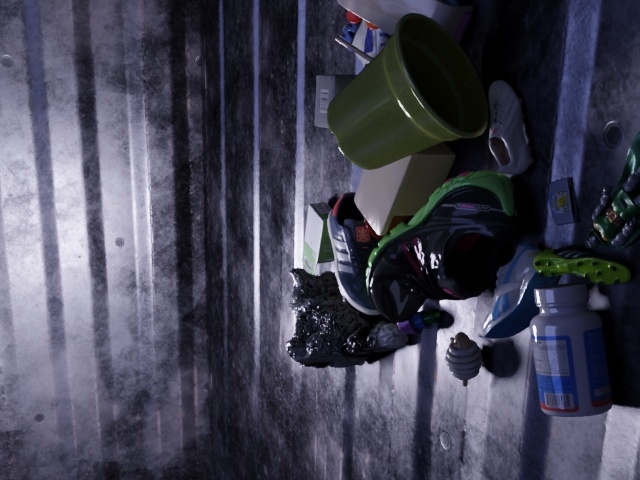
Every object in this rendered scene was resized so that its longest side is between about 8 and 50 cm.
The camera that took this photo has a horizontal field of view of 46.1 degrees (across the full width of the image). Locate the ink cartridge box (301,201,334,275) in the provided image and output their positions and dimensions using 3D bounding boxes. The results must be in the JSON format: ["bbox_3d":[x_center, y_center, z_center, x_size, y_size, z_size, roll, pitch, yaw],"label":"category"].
[{"bbox_3d":[0.000,0.000,2.305,0.109,0.062,0.209,-129,40,-49],"label":"ink cartridge box"}]

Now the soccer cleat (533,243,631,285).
[{"bbox_3d":[0.462,0.037,1.320,0.179,0.072,0.060,7,128,45],"label":"soccer cleat"}]

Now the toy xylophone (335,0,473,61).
[{"bbox_3d":[0.155,-0.494,1.634,0.323,0.081,0.236,42,131,11],"label":"toy xylophone"}]

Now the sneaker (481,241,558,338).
[{"bbox_3d":[0.384,0.106,1.487,0.092,0.087,0.228,-111,35,-43],"label":"sneaker"}]

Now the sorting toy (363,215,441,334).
[{"bbox_3d":[0.218,0.045,1.840,0.126,0.127,0.365,-22,77,34],"label":"sorting toy"}]

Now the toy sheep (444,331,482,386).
[{"bbox_3d":[0.317,0.263,1.662,0.091,0.091,0.132,27,134,61],"label":"toy sheep"}]

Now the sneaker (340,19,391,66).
[{"bbox_3d":[0.170,-0.507,1.769,0.182,0.127,0.315,63,150,21],"label":"sneaker"}]

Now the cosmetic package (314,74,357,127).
[{"bbox_3d":[0.115,-0.328,1.775,0.107,0.238,0.127,22,113,59],"label":"cosmetic package"}]

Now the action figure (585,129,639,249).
[{"bbox_3d":[0.499,-0.059,1.220,0.137,0.063,0.232,64,152,30],"label":"action figure"}]

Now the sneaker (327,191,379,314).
[{"bbox_3d":[0.105,0.024,2.000,0.148,0.131,0.350,112,144,-53],"label":"sneaker"}]

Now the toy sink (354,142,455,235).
[{"bbox_3d":[0.196,-0.144,1.766,0.153,0.131,0.234,58,140,44],"label":"toy sink"}]

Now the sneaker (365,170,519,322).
[{"bbox_3d":[0.244,0.053,1.595,0.483,0.185,0.202,124,143,-48],"label":"sneaker"}]

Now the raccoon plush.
[{"bbox_3d":[0.081,0.191,2.132,0.446,0.216,0.299,-16,65,36],"label":"raccoon plush"}]

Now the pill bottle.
[{"bbox_3d":[0.439,0.190,1.329,0.124,0.124,0.221,170,94,-65],"label":"pill bottle"}]

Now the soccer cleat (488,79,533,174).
[{"bbox_3d":[0.357,-0.223,1.462,0.068,0.076,0.196,144,117,-62],"label":"soccer cleat"}]

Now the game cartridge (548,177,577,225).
[{"bbox_3d":[0.445,-0.070,1.382,0.056,0.017,0.083,165,98,-69],"label":"game cartridge"}]

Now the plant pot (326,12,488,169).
[{"bbox_3d":[0.160,-0.278,1.548,0.254,0.276,0.276,-29,68,40],"label":"plant pot"}]
